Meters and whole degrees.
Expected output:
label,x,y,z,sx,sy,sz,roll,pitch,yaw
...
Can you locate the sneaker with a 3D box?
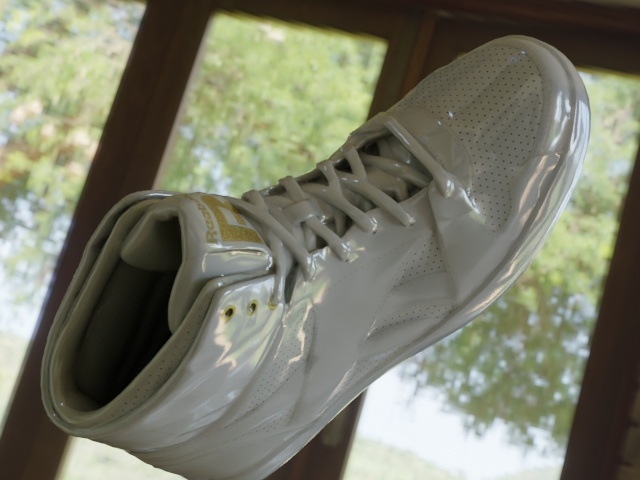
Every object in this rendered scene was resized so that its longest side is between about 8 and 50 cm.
label,x,y,z,sx,sy,sz,roll,pitch,yaw
sneaker,0.000,0.000,0.658,0.108,0.292,0.169,46,6,29
